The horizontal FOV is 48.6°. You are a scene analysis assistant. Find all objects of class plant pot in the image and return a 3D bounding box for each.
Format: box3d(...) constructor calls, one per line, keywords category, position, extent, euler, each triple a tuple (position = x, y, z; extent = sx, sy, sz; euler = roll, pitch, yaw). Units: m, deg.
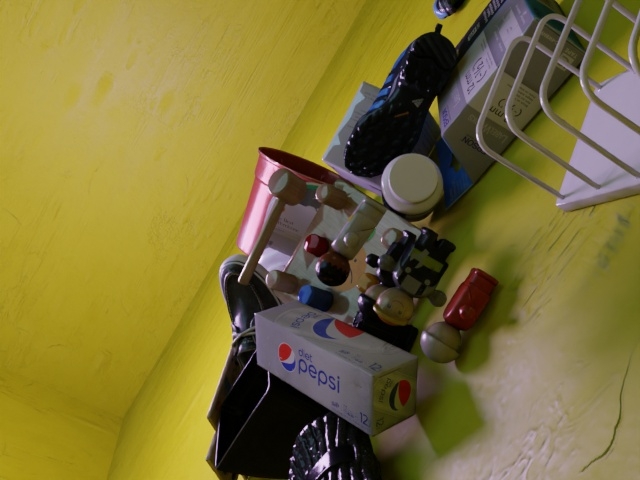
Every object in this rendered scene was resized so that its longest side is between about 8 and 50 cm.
box3d(category="plant pot", position=(-0.068, 0.314, 1.268), extent=(0.187, 0.167, 0.188), euler=(-57, 16, 16))
box3d(category="plant pot", position=(-0.086, -0.075, 1.886), extent=(0.272, 0.273, 0.265), euler=(-111, 43, -71))

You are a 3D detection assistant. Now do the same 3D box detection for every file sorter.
box3d(category="file sorter", position=(0.332, -0.177, 0.799), extent=(0.192, 0.173, 0.278), euler=(-66, 15, -16))

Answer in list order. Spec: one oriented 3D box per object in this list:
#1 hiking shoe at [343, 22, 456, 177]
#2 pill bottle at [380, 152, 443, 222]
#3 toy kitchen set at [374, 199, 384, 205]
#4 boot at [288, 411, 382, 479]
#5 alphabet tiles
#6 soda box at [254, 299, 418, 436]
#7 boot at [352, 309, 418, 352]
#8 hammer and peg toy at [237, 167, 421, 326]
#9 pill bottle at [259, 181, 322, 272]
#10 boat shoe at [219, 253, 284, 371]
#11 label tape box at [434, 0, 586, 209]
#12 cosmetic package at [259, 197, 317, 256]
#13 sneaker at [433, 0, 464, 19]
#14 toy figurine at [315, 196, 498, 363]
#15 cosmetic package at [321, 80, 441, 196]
box3d(category="hiking shoe", position=(0.151, -0.247, 1.309), extent=(0.304, 0.113, 0.132), euler=(-54, 8, 26))
box3d(category="pill bottle", position=(0.159, -0.094, 1.242), extent=(0.108, 0.108, 0.180), euler=(-63, -8, -3))
box3d(category="toy kitchen set", position=(0.104, -0.052, 1.533), extent=(0.075, 0.068, 0.083), euler=(-61, 15, 3))
box3d(category="boot", position=(-0.019, 0.427, 0.960), extent=(0.348, 0.131, 0.260), euler=(-50, 22, 2))
box3d(category="alphabet tiles", position=(-0.161, 0.338, 1.492), extent=(0.285, 0.011, 0.342), euler=(76, -157, -48))
box3d(category="soda box", position=(0.016, 0.183, 1.084), extent=(0.286, 0.091, 0.098), euler=(19, 116, 48))
box3d(category="boot", position=(0.091, 0.165, 1.129), extent=(0.121, 0.099, 0.045), euler=(-64, 15, -8))
box3d(category="hammer and peg toy", position=(0.015, 0.030, 1.290), extent=(0.361, 0.127, 0.265), euler=(36, 100, 42))
box3d(category="pill bottle", position=(-0.044, 0.043, 1.596), extent=(0.204, 0.204, 0.361), euler=(-52, 18, 34))
box3d(category="boat shoe", position=(-0.114, 0.190, 1.382), extent=(0.121, 0.335, 0.119), euler=(-22, 6, 26))
box3d(category="label tape box", position=(0.280, -0.260, 1.238), extent=(0.347, 0.115, 0.249), euler=(-51, 18, 32))
box3d(category="cosmetic package", position=(0.000, 0.000, 1.448), extent=(0.060, 0.239, 0.098), euler=(124, 165, -46))
box3d(category="sneaker", position=(0.353, -0.641, 1.794), extent=(0.078, 0.067, 0.188), euler=(8, 68, 52))
box3d(category="toy figurine", position=(0.112, 0.058, 0.989), extent=(0.213, 0.209, 0.148), euler=(33, 90, 43))
box3d(category="cosmetic package", position=(0.127, -0.194, 1.443), extent=(0.183, 0.151, 0.151), euler=(-62, -23, 1))
